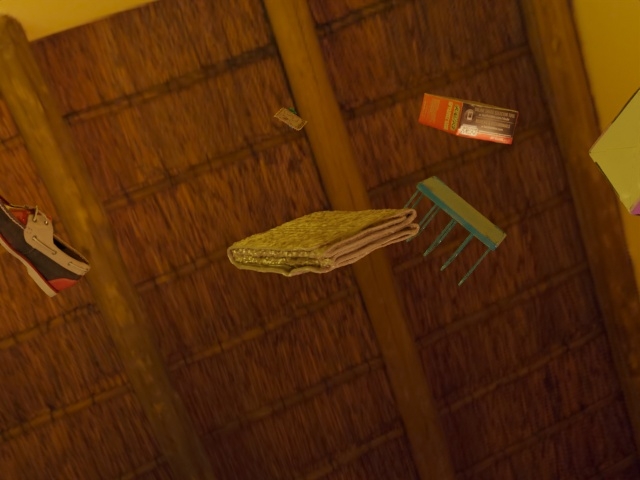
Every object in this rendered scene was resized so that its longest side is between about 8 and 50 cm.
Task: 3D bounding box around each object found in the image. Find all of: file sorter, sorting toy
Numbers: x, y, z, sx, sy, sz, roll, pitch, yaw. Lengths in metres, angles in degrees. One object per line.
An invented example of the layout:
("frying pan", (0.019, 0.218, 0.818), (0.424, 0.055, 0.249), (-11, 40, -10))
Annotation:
("file sorter", (0.223, -0.017, 1.506), (0.170, 0.118, 0.104), (41, -70, 9))
("sorting toy", (-0.059, -0.255, 1.771), (0.062, 0.012, 0.083), (28, -150, 1))

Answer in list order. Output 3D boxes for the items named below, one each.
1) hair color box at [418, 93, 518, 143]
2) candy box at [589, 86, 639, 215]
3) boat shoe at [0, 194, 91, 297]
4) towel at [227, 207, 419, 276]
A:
("hair color box", (0.226, -0.191, 1.323), (0.093, 0.167, 0.053), (7, -79, -14))
("candy box", (0.325, -0.086, 0.611), (0.196, 0.165, 0.070), (8, -137, -27))
("boat shoe", (-0.237, -0.006, 0.696), (0.043, 0.137, 0.049), (-32, -131, -7))
("towel", (0.000, 0.000, 1.277), (0.187, 0.282, 0.049), (-21, -78, -30))
